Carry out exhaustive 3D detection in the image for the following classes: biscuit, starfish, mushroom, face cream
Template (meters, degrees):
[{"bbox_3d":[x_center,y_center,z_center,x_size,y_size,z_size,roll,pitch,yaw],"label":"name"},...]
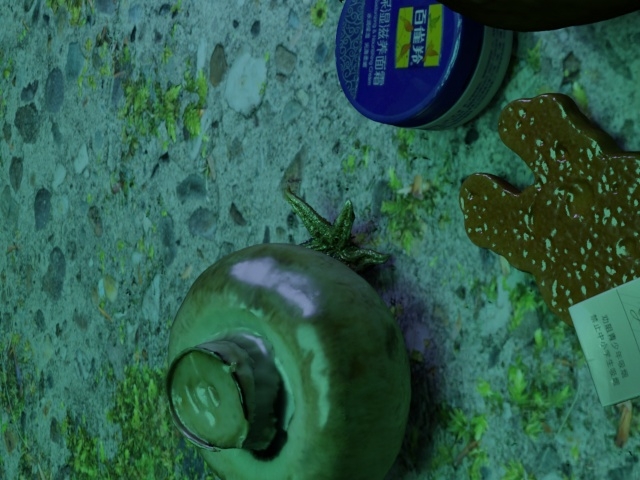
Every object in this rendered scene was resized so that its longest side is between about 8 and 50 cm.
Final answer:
[{"bbox_3d":[0.286,-0.012,1.163,0.334,0.047,0.202,43,121,37],"label":"biscuit"},{"bbox_3d":[0.000,0.000,1.484,0.208,0.053,0.176,-39,79,44],"label":"starfish"},{"bbox_3d":[-0.045,0.176,1.376,0.352,0.260,0.352,7,100,40],"label":"mushroom"},{"bbox_3d":[0.123,-0.233,1.317,0.206,0.111,0.206,-2,87,48],"label":"face cream"}]

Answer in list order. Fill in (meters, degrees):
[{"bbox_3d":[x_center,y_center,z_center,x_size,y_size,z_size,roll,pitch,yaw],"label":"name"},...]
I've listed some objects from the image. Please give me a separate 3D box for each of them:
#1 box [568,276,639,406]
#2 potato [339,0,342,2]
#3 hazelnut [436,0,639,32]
[{"bbox_3d":[0.333,0.082,1.062,0.198,0.029,0.109,-31,70,44],"label":"box"},{"bbox_3d":[0.031,-0.469,1.386,0.266,0.229,0.229,-43,57,22],"label":"potato"},{"bbox_3d":[0.227,-0.389,1.016,0.353,0.421,0.421,22,110,8],"label":"hazelnut"}]
